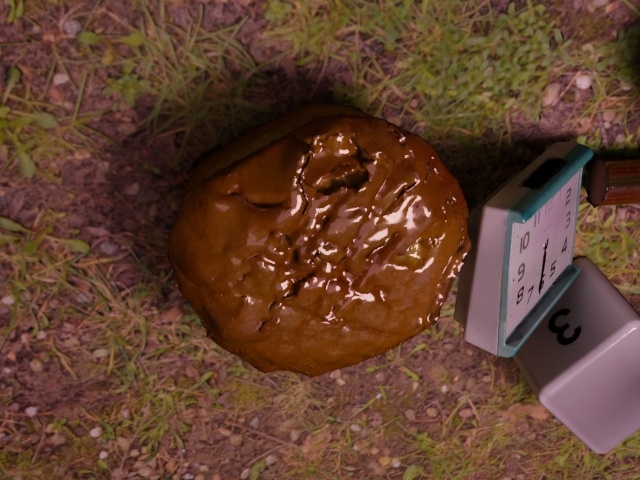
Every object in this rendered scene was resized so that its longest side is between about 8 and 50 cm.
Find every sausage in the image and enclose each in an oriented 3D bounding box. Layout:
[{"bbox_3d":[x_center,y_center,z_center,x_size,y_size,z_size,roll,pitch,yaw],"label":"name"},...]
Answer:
[{"bbox_3d":[0.581,-0.101,1.359,0.372,0.082,0.082,-4,121,-12],"label":"sausage"}]

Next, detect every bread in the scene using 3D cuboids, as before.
[{"bbox_3d":[0.000,0.000,1.210,0.398,0.215,0.398,-6,120,-10],"label":"bread"}]

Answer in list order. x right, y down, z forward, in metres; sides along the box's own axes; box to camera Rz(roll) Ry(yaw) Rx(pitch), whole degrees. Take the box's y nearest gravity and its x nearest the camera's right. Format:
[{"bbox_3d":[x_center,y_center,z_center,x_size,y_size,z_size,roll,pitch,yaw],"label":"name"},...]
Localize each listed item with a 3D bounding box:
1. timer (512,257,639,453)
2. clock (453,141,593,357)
[{"bbox_3d":[0.428,0.180,1.417,0.192,0.195,0.194,-41,121,12],"label":"timer"},{"bbox_3d":[0.283,0.002,1.278,0.116,0.262,0.231,16,123,29],"label":"clock"}]
